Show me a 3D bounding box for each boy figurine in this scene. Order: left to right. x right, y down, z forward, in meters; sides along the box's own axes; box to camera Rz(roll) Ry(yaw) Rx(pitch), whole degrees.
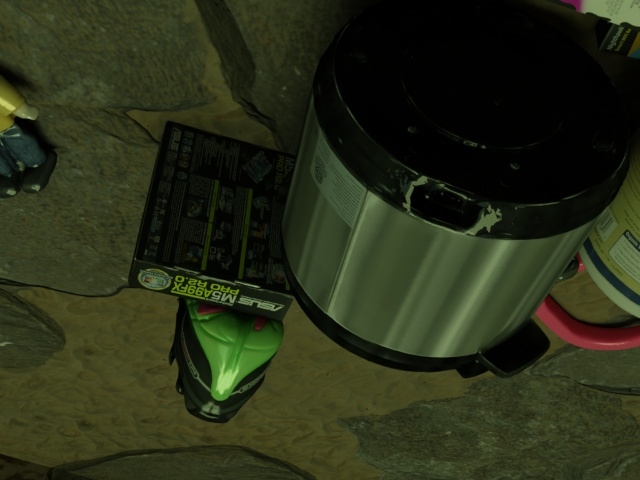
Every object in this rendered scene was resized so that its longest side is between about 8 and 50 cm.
[{"bbox_3d":[-0.481,-0.178,1.193,0.177,0.092,0.285,-5,146,17],"label":"boy figurine"}]

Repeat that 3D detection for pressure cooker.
[{"bbox_3d":[0.133,-0.046,1.074,0.376,0.369,0.420,12,140,-4],"label":"pressure cooker"}]

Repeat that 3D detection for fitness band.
[{"bbox_3d":[0.494,0.111,1.518,0.209,0.054,0.291,-22,135,32],"label":"fitness band"}]

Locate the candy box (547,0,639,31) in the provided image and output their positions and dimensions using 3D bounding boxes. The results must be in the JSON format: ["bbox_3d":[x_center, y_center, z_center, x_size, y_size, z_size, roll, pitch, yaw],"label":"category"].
[{"bbox_3d":[0.319,-0.310,0.886,0.233,0.071,0.159,22,145,9],"label":"candy box"}]

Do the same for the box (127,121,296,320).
[{"bbox_3d":[-0.137,-0.032,1.202,0.216,0.270,0.060,14,137,-14],"label":"box"}]

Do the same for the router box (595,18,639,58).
[{"bbox_3d":[0.416,-0.285,0.985,0.133,0.046,0.179,9,143,-4],"label":"router box"}]

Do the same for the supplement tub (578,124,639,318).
[{"bbox_3d":[0.456,-0.067,0.973,0.228,0.228,0.316,10,143,-8],"label":"supplement tub"}]

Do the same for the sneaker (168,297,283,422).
[{"bbox_3d":[-0.169,0.142,1.355,0.185,0.483,0.202,20,97,-6],"label":"sneaker"}]

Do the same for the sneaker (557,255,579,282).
[{"bbox_3d":[0.325,0.063,1.454,0.234,0.078,0.106,-11,144,26],"label":"sneaker"}]
